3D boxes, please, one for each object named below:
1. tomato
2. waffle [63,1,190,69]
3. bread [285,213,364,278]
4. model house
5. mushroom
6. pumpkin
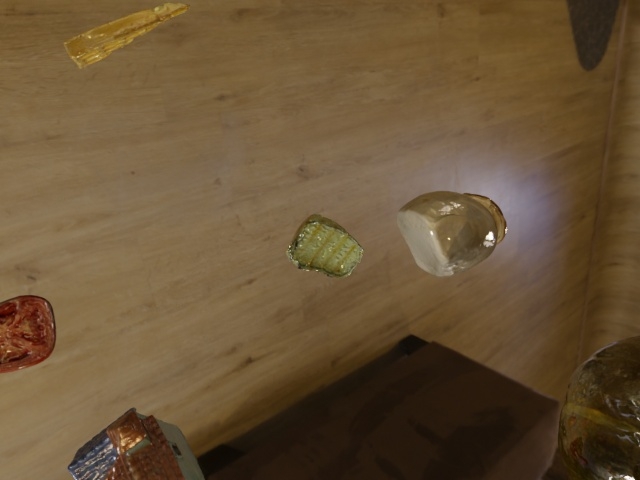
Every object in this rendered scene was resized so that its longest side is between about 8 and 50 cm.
[{"bbox_3d":[-0.664,0.210,0.975,0.174,0.166,0.082,-10,151,-29],"label":"tomato"},{"bbox_3d":[-0.303,-0.327,0.725,0.191,0.125,0.032,-28,107,-14],"label":"waffle"},{"bbox_3d":[-0.004,-0.003,0.855,0.156,0.110,0.103,29,108,-38],"label":"bread"},{"bbox_3d":[-0.459,0.571,1.109,0.252,0.295,0.329,-31,151,-19],"label":"model house"},{"bbox_3d":[0.210,-0.017,0.705,0.350,0.128,0.128,-15,114,-59],"label":"mushroom"},{"bbox_3d":[0.328,0.182,0.403,0.219,0.162,0.218,0,88,-16],"label":"pumpkin"}]
